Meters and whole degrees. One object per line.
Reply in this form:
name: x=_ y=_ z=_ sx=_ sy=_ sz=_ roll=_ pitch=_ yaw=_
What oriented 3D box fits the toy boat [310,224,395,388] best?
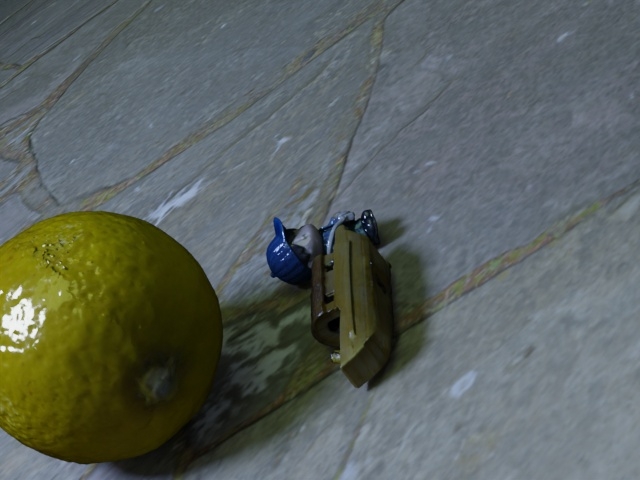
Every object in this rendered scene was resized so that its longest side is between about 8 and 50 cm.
toy boat: x=0.031 y=0.070 z=1.173 sx=0.088 sy=0.068 sz=0.226 roll=-24 pitch=33 yaw=18

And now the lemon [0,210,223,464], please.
lemon: x=-0.238 y=0.101 z=1.150 sx=0.293 sy=0.293 sz=0.293 roll=-21 pitch=31 yaw=14

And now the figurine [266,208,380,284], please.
figurine: x=0.002 y=0.008 z=1.300 sx=0.136 sy=0.080 sz=0.077 roll=-6 pitch=27 yaw=-7
